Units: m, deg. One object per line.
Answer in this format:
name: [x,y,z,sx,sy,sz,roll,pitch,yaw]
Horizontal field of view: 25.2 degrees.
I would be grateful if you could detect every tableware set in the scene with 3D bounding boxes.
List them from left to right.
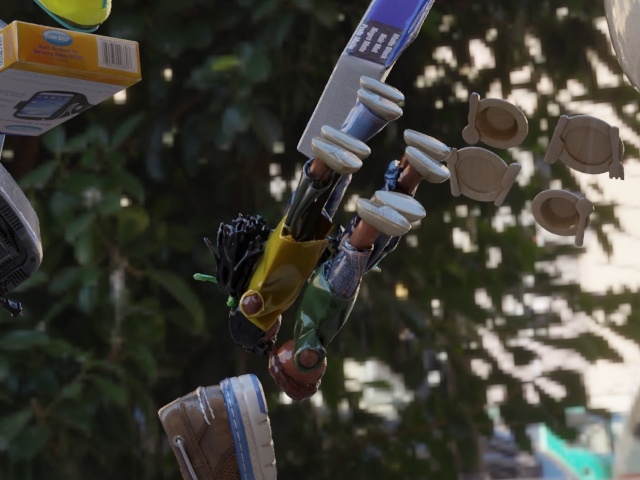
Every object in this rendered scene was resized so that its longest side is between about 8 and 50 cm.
tableware set: [0.192,-0.069,1.302,0.169,0.020,0.141,19,-43,12]

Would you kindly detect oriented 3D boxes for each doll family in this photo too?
doll family: [0.000,0.000,0.633,0.076,0.111,0.193,31,24,6]

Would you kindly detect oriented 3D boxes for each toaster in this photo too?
toaster: [-0.414,-0.025,1.696,0.129,0.227,0.146,-36,22,5]

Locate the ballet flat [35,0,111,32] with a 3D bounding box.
ballet flat: [-0.293,-0.288,1.403,0.231,0.077,0.077,33,36,20]

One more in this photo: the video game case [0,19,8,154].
video game case: [-0.281,-0.097,0.874,0.196,0.274,0.026,34,-57,-29]

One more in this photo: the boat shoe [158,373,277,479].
boat shoe: [-0.055,0.164,0.818,0.066,0.183,0.066,-9,17,-6]

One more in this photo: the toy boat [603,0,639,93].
toy boat: [0.302,-0.213,0.846,0.267,0.318,0.148,-2,-16,13]

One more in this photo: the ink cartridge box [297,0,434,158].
ink cartridge box: [0.067,-0.199,1.223,0.045,0.223,0.224,30,-31,-2]

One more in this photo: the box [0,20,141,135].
box: [-0.177,-0.091,0.846,0.081,0.028,0.136,4,-14,-41]
